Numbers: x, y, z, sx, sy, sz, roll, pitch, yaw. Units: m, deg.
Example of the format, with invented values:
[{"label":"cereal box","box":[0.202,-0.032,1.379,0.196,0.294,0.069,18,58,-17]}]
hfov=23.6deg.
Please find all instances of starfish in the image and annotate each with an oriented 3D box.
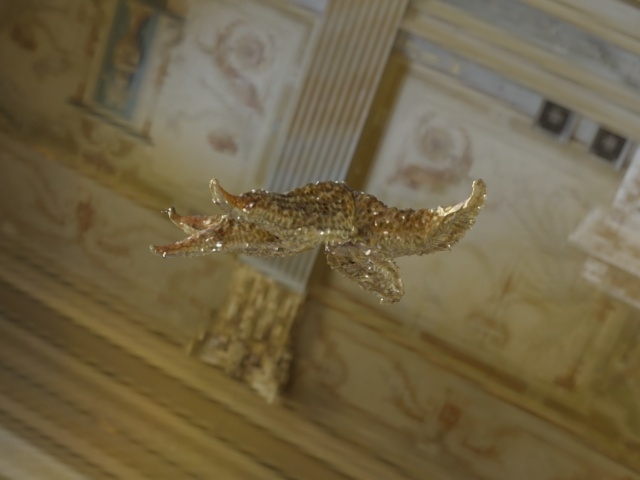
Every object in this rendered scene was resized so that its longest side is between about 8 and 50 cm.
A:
[{"label":"starfish","box":[-0.023,-0.009,1.513,0.294,0.301,0.084,5,-107,-14]}]
